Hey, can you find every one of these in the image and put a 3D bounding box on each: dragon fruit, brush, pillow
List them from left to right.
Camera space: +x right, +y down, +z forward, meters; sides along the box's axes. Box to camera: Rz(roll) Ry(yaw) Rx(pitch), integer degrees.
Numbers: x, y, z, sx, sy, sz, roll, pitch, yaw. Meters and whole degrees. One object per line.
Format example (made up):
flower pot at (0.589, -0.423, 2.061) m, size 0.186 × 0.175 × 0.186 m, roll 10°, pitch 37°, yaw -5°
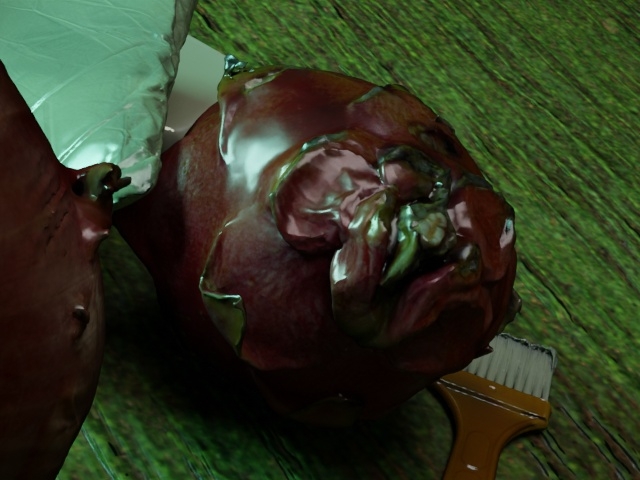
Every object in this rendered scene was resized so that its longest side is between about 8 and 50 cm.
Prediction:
pillow at (-0.223, -0.080, 1.105) m, size 0.280 × 0.076 × 0.274 m, roll -11°, pitch 38°, yaw 12°
dragon fruit at (-0.002, -0.002, 1.063) m, size 0.250 × 0.250 × 0.315 m, roll -2°, pitch 31°, yaw -30°
brush at (0.101, 0.152, 1.100) m, size 0.090 × 0.017 × 0.314 m, roll 20°, pitch 35°, yaw 3°

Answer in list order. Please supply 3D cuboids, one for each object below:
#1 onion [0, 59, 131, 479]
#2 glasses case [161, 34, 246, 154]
onion at (-0.266, 0.018, 0.815) m, size 0.353 × 0.354 × 0.354 m, roll 14°, pitch 35°, yaw -10°
glasses case at (-0.221, -0.153, 1.291) m, size 0.336 × 0.076 × 0.144 m, roll 31°, pitch 35°, yaw 14°
